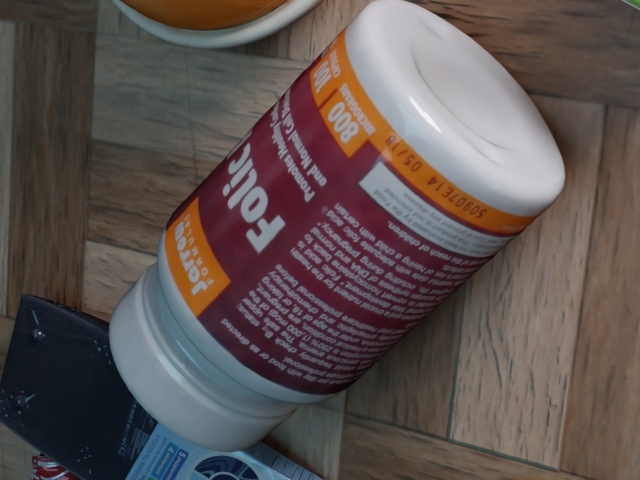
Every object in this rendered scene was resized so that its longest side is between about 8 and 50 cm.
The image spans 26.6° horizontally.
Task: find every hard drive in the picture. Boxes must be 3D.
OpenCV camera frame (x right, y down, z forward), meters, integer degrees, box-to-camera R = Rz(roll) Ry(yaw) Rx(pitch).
[{"bbox_3d":[-0.228,0.173,1.444,0.255,0.054,0.172,26,110,24],"label":"hard drive"}]

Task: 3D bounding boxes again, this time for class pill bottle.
[{"bbox_3d":[0.000,0.000,1.180,0.392,0.224,0.224,-45,75,28],"label":"pill bottle"}]

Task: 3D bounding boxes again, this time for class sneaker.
[{"bbox_3d":[-0.319,0.270,1.522,0.118,0.042,0.067,-21,91,24],"label":"sneaker"}]

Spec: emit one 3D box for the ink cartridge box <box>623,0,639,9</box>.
[{"bbox_3d":[0.258,-0.252,0.965,0.097,0.255,0.188,35,114,21],"label":"ink cartridge box"}]

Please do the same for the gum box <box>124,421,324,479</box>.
[{"bbox_3d":[-0.103,0.264,1.357,0.184,0.041,0.157,31,111,2],"label":"gum box"}]

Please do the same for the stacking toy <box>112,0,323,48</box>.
[{"bbox_3d":[-0.190,-0.351,1.064,0.351,0.480,0.350,-1,89,32],"label":"stacking toy"}]
